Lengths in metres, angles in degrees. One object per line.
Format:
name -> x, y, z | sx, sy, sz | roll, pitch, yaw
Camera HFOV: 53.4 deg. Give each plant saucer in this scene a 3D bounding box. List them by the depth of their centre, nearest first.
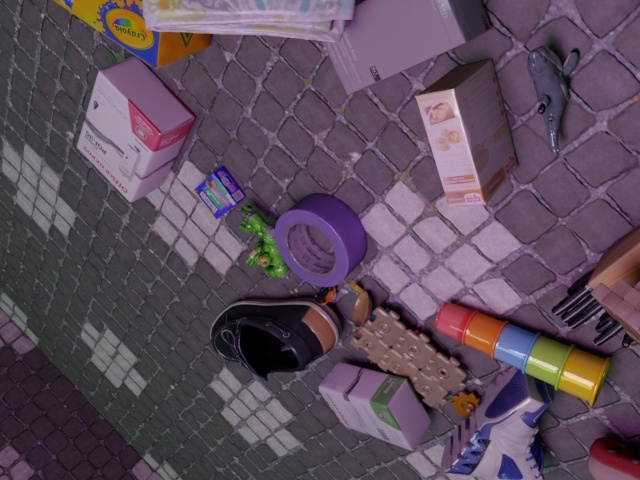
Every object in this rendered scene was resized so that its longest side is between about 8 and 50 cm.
plant saucer -> 0.095, 0.153, 1.405 | 0.015, 0.083, 0.083 | 14, 139, -16

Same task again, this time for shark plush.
shark plush -> 0.329, -0.209, 0.939 | 0.073, 0.067, 0.161 | 16, 129, 30

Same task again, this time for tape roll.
tape roll -> 0.000, 0.000, 1.357 | 0.189, 0.080, 0.189 | 22, 133, 26

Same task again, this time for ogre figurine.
ogre figurine -> -0.122, 0.013, 1.464 | 0.118, 0.097, 0.197 | 26, 120, 48

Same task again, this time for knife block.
knife block -> 0.476, 0.042, 0.987 | 0.242, 0.088, 0.275 | 3, 123, 36

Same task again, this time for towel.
towel -> -0.103, -0.485, 0.915 | 0.321, 0.090, 0.374 | 3, 103, 3

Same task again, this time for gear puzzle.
gear puzzle -> 0.235, 0.276, 1.402 | 0.339, 0.044, 0.175 | 37, 135, 8

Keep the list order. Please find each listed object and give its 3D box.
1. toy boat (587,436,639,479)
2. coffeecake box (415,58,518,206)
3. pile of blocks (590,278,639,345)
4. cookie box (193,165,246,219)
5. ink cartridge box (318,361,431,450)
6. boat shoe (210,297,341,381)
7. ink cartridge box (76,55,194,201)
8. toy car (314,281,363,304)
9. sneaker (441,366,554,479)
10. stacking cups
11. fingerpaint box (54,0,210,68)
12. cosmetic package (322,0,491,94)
toy boat -> 0.591, 0.397, 1.125 | 0.151, 0.151, 0.231 | 32, 170, -13
coffeecake box -> 0.234, -0.167, 0.993 | 0.068, 0.142, 0.185 | -2, 118, 41
pile of blocks -> 0.542, 0.149, 0.895 | 0.362, 0.149, 0.112 | 40, 98, -17
cookie box -> -0.240, -0.110, 1.502 | 0.092, 0.040, 0.107 | 53, 138, -7
ink cartridge box -> 0.125, 0.384, 1.494 | 0.219, 0.092, 0.160 | 5, 133, 47
boat shoe -> -0.155, 0.255, 1.611 | 0.500, 0.156, 0.186 | -15, 114, 50
ink cartridge box -> -0.443, -0.254, 1.505 | 0.207, 0.117, 0.283 | 45, 138, 3
toy car -> 0.043, 0.126, 1.436 | 0.122, 0.060, 0.040 | 3, 154, 46
sneaker -> 0.402, 0.402, 1.306 | 0.182, 0.127, 0.315 | 26, 125, -4
stacking cups -> 0.366, 0.207, 1.196 | 0.316, 0.096, 0.096 | 18, 130, 29
fingerpaint box -> -0.397, -0.599, 1.177 | 0.445, 0.163, 0.371 | 36, 136, 14
cosmetic package -> 0.127, -0.332, 0.991 | 0.238, 0.107, 0.127 | -14, 107, 48
